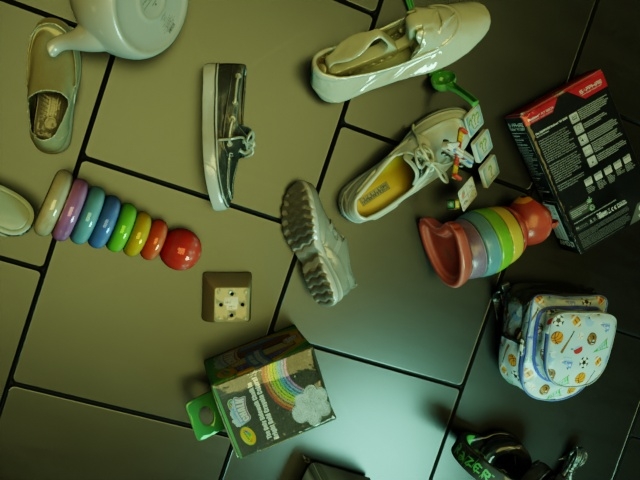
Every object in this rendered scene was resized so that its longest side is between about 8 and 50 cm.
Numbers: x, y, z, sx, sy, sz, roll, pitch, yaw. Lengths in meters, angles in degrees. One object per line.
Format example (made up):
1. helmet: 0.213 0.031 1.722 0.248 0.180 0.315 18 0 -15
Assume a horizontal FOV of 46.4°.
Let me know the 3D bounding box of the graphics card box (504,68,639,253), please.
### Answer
1. graphics card box: 0.616 -0.183 1.762 0.233 0.094 0.371 -30 102 -8

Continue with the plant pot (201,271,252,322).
1. plant pot: -0.197 0.129 1.607 0.109 0.096 0.109 1 98 -13

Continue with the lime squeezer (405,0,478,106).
1. lime squeezer: 0.252 -0.397 1.650 0.059 0.110 0.310 -29 72 8

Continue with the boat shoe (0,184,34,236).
1. boat shoe: -0.704 -0.104 1.459 0.302 0.091 0.114 42 67 -13

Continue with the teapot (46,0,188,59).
1. teapot: -0.390 -0.483 1.439 0.187 0.256 0.252 21 120 25

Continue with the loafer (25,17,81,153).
1. loafer: -0.527 -0.305 1.474 0.102 0.092 0.268 0 97 -13

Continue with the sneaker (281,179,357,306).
1. sneaker: 0.000 0.000 1.655 0.115 0.105 0.281 -23 99 -44

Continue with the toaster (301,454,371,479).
1. toaster: 0.022 0.612 1.715 0.186 0.110 0.168 21 91 -15

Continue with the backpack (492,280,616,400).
1. backpack: 0.548 0.242 1.752 0.277 0.213 0.263 4 107 -17

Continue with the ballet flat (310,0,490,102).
1. ballet flat: 0.161 -0.405 1.547 0.400 0.139 0.139 -22 102 8

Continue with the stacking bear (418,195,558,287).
1. stacking bear: 0.400 -0.014 1.706 0.289 0.175 0.164 -20 104 -18

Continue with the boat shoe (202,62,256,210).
1. boat shoe: -0.186 -0.215 1.558 0.105 0.113 0.306 -1 88 1

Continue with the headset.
1. headset: 0.486 0.532 1.760 0.394 0.243 0.185 27 96 -37

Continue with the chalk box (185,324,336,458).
1. chalk box: -0.142 0.331 1.607 0.289 0.179 0.180 -19 102 -9

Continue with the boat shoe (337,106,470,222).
1. boat shoe: 0.204 -0.166 1.633 0.367 0.156 0.136 -35 104 -7

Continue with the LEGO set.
1. LEGO set: 0.335 -0.170 1.636 0.244 0.060 0.182 -45 123 -40

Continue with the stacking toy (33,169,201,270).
1. stacking toy: -0.403 -0.020 1.532 0.330 0.141 0.141 24 91 -21
